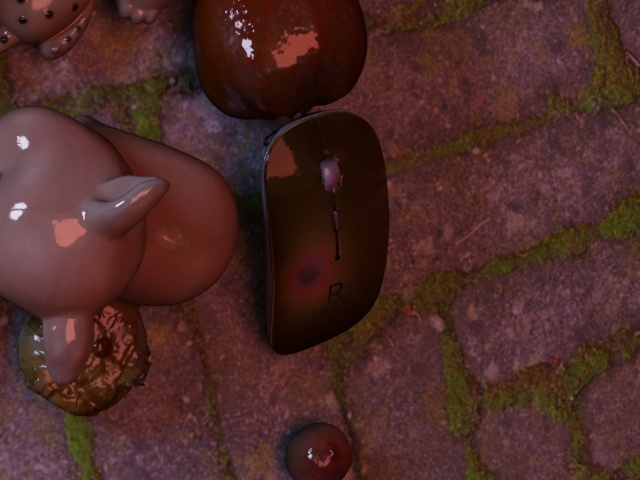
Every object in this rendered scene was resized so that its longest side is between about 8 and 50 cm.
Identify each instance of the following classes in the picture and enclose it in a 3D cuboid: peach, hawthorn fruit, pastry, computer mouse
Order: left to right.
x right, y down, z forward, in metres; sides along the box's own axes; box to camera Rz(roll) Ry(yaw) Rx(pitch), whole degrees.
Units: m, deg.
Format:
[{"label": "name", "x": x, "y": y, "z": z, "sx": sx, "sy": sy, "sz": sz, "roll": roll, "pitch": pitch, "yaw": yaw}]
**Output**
[{"label": "pastry", "x": -0.256, "y": 0.115, "z": 1.623, "sx": 0.153, "sy": 0.081, "sz": 0.153, "roll": -2, "pitch": 97, "yaw": -19}, {"label": "hawthorn fruit", "x": -0.058, "y": -0.257, "z": 1.652, "sx": 0.199, "sy": 0.199, "sz": 0.251, "roll": -22, "pitch": 100, "yaw": -26}, {"label": "peach", "x": -0.001, "y": 0.257, "z": 1.781, "sx": 0.083, "sy": 0.083, "sz": 0.083, "roll": -3, "pitch": 95, "yaw": -29}, {"label": "computer mouse", "x": 0.000, "y": 0.000, "z": 1.703, "sx": 0.158, "sy": 0.072, "sz": 0.310, "roll": -20, "pitch": 128, "yaw": -28}]

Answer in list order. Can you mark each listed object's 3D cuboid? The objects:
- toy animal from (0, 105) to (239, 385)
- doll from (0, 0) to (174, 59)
[{"label": "toy animal", "x": -0.224, "y": -0.017, "z": 1.522, "sx": 0.326, "sy": 0.269, "sz": 0.237, "roll": 16, "pitch": 114, "yaw": -31}, {"label": "doll", "x": -0.262, "y": -0.279, "z": 1.579, "sx": 0.278, "sy": 0.119, "sz": 0.154, "roll": -24, "pitch": 104, "yaw": -16}]
